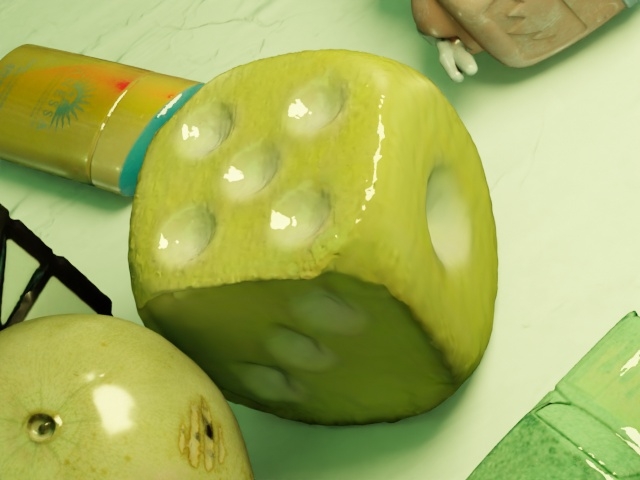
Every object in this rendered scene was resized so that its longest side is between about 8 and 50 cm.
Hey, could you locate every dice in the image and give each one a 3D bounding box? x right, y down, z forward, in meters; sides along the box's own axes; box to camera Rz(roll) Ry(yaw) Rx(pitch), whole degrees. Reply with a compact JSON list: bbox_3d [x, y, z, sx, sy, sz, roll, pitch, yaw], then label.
[{"bbox_3d":[0.000,0.000,1.237,0.233,0.238,0.227,-8,55,26],"label":"dice"}]

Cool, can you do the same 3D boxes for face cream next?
[{"bbox_3d":[-0.246,-0.128,1.596,0.285,0.067,0.139,16,70,38],"label":"face cream"}]

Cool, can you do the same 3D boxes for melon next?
[{"bbox_3d":[-0.179,0.195,1.158,0.268,0.330,0.268,-2,63,3],"label":"melon"}]

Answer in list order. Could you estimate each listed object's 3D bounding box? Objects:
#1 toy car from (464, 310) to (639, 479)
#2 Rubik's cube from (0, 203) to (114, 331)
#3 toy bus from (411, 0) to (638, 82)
[{"bbox_3d":[0.169,0.195,1.089,0.321,0.097,0.141,-47,48,-6],"label":"toy car"},{"bbox_3d":[-0.394,0.119,1.357,0.283,0.293,0.288,-4,55,27],"label":"Rubik's cube"},{"bbox_3d":[0.159,-0.288,1.394,0.232,0.197,0.294,-41,47,13],"label":"toy bus"}]
